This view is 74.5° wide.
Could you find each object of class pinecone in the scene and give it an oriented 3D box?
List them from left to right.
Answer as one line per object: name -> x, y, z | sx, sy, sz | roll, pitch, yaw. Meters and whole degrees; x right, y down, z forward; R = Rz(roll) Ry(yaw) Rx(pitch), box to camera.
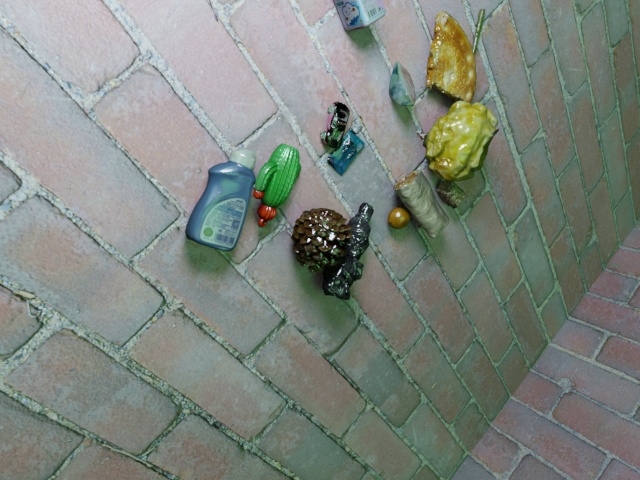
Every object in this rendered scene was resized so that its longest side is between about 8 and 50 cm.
pinecone -> 0.001, 0.000, 1.306 | 0.179, 0.184, 0.204 | 1, 112, -15

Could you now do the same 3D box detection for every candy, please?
candy -> 0.507, -0.182, 1.637 | 0.110, 0.095, 0.085 | 36, 87, -30

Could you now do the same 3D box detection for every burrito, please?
burrito -> 0.365, -0.141, 1.530 | 0.299, 0.105, 0.143 | 47, 40, -35

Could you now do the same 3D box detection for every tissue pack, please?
tissue pack -> 0.085, -0.290, 1.371 | 0.085, 0.028, 0.138 | 41, 83, -35

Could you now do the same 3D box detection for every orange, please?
orange -> 0.284, -0.081, 1.531 | 0.085, 0.085, 0.084 | -10, 109, -31

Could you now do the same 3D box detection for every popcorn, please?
popcorn -> 0.507, -0.352, 1.514 | 0.252, 0.215, 0.286 | 8, 114, -37

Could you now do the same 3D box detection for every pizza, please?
pizza -> 0.443, -0.612, 1.475 | 0.226, 0.086, 0.335 | -37, 119, -14

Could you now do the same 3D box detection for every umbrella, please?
umbrella -> 0.106, 0.040, 1.434 | 0.128, 0.154, 0.336 | 25, 68, -6

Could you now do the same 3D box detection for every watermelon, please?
watermelon -> 0.275, -0.503, 1.394 | 0.094, 0.081, 0.180 | 13, 61, -16

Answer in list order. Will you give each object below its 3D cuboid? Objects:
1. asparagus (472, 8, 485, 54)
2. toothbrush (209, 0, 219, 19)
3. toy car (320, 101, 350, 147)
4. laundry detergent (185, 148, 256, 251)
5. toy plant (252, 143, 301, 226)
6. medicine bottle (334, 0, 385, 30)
asparagus -> 0.573, -0.727, 1.564 | 0.025, 0.024, 0.248 | 12, 100, 8
toothbrush -> -0.275, -0.603, 1.052 | 0.006, 0.008, 0.096 | -38, 121, -35
toy car -> 0.051, -0.360, 1.310 | 0.069, 0.055, 0.142 | 10, 99, -38
laundry detergent -> -0.260, -0.121, 1.160 | 0.143, 0.094, 0.289 | 21, 89, -34
toy plant -> -0.133, -0.166, 1.217 | 0.240, 0.088, 0.154 | -57, 154, -15
medicine bottle -> 0.095, -0.710, 1.195 | 0.094, 0.119, 0.188 | -38, 122, -15
